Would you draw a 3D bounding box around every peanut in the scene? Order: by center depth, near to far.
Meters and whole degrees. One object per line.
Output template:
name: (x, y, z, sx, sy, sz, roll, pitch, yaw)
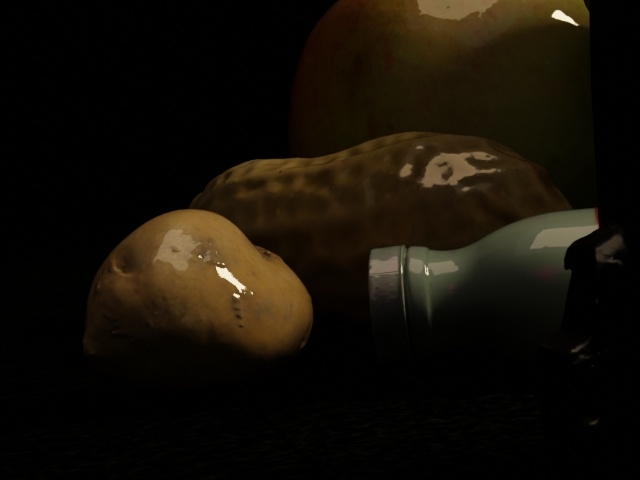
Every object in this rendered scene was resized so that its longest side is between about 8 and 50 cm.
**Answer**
peanut: (0.021, 0.000, 1.050, 0.325, 0.140, 0.153, -2, 36, 41)

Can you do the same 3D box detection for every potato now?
potato: (-0.071, 0.038, 0.890, 0.112, 0.112, 0.147, -1, -2, 42)

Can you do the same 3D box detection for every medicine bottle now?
medicine bottle: (0.137, 0.028, 0.854, 0.217, 0.090, 0.090, -5, 3, 8)

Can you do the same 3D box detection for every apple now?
apple: (0.129, -0.087, 1.238, 0.319, 0.277, 0.319, -6, 3, 0)

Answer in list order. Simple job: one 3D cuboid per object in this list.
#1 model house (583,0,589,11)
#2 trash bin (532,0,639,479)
model house: (0.325, -0.192, 0.996, 0.261, 0.266, 0.321, -24, -10, -10)
trash bin: (0.201, -0.066, 0.594, 0.252, 0.301, 0.203, -5, 4, -5)
